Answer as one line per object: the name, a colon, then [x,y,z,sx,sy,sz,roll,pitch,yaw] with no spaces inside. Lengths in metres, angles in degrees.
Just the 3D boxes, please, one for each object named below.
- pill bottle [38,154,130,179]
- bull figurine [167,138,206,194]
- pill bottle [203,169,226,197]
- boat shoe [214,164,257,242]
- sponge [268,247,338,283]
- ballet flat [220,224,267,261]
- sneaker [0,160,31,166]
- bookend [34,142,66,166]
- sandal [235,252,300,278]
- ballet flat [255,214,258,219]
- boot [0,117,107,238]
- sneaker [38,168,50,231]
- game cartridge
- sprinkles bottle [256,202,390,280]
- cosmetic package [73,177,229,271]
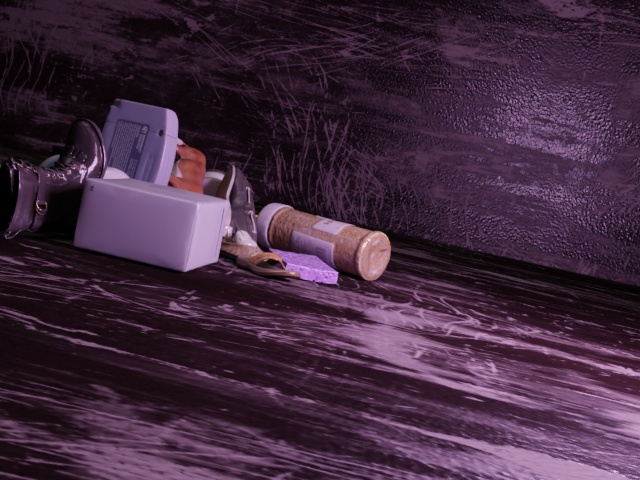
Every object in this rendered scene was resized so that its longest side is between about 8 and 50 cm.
pill bottle: [-0.508,-0.101,1.944,0.264,0.146,0.146,15,7,38]
bull figurine: [-0.356,-0.145,2.196,0.188,0.101,0.310,34,28,-27]
pill bottle: [-0.303,-0.114,2.442,0.162,0.162,0.278,11,5,-6]
boat shoe: [-0.207,-0.071,2.172,0.095,0.112,0.335,27,27,-18]
sponge: [-0.043,0.056,1.946,0.117,0.031,0.210,10,5,-15]
ballet flat: [-0.199,0.004,1.952,0.206,0.067,0.073,15,5,26]
sneaker: [-0.732,-0.123,2.041,0.136,0.116,0.314,1,1,-10]
bookend: [-0.717,-0.193,2.388,0.156,0.157,0.072,17,7,38]
sandal: [-0.112,0.045,1.817,0.072,0.049,0.180,7,7,-42]
ballet flat: [-0.207,-0.035,2.381,0.077,0.077,0.231,-9,-1,10]
boot: [-0.514,-0.123,1.668,0.091,0.263,0.229,3,-5,23]
sneaker: [-0.629,-0.092,1.726,0.139,0.125,0.341,10,1,31]
game cartridge: [-0.442,-0.174,2.062,0.198,0.297,0.062,15,-3,22]
sprinkles bottle: [0.000,0.000,2.148,0.355,0.121,0.121,17,8,40]
cosmetic package: [-0.321,-0.034,1.710,0.224,0.138,0.225,13,4,8]
